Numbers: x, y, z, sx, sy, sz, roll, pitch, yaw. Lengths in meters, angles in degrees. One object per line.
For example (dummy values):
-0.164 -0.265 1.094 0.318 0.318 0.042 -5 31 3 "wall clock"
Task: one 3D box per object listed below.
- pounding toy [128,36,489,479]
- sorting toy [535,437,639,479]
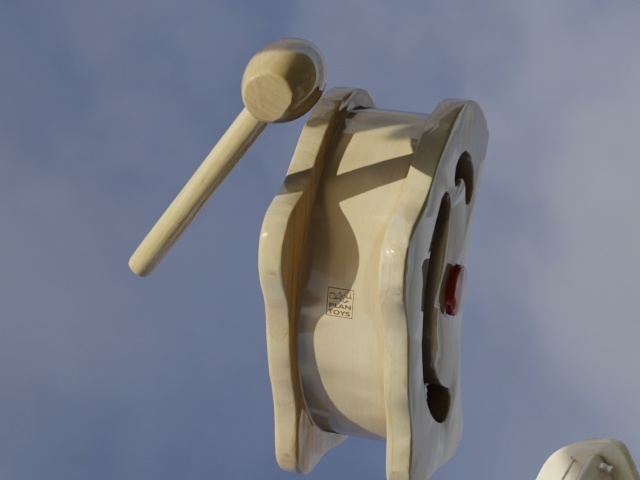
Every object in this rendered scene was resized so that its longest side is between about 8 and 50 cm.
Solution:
0.000 0.000 0.818 0.154 0.155 0.269 -55 -32 -53 "pounding toy"
0.047 0.100 0.413 0.045 0.075 0.083 54 -131 -18 "sorting toy"
